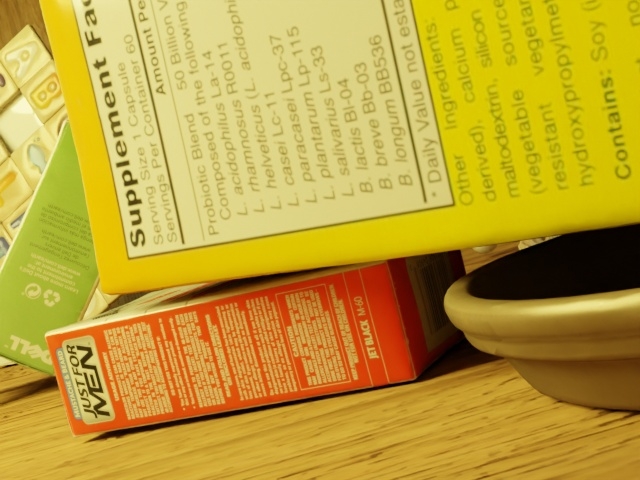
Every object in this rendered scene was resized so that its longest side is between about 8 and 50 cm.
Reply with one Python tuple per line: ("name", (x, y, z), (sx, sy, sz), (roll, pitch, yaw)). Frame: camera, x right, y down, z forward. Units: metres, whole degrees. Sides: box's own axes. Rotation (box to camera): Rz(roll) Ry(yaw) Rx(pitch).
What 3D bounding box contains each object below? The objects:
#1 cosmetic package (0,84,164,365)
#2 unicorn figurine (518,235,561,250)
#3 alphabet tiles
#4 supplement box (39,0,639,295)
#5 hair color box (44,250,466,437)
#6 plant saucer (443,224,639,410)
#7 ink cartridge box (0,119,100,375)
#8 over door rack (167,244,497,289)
("cosmetic package", (-0.225, -0.022, 1.131), (0.138, 0.224, 0.225), (-14, 2, 17))
("unicorn figurine", (0.177, -0.015, 0.657), (0.162, 0.060, 0.111), (-32, 0, 41))
("alphabet tiles", (-0.248, -0.027, 0.996), (0.198, 0.237, 0.009), (-40, -17, 13))
("supplement box", (0.079, -0.107, 0.479), (0.356, 0.194, 0.195), (-8, 5, 36))
("hair color box", (-0.025, 0.041, 0.539), (0.167, 0.053, 0.093), (-12, 4, 25))
("plant saucer", (0.178, 0.000, 0.388), (0.278, 0.041, 0.278), (-16, 3, 1))
("ink cartridge box", (-0.183, 0.030, 0.808), (0.062, 0.209, 0.109), (24, -5, -11))
("over door rack", (0.000, 0.000, 0.921), (0.239, 0.108, 0.324), (-15, -12, -9))
